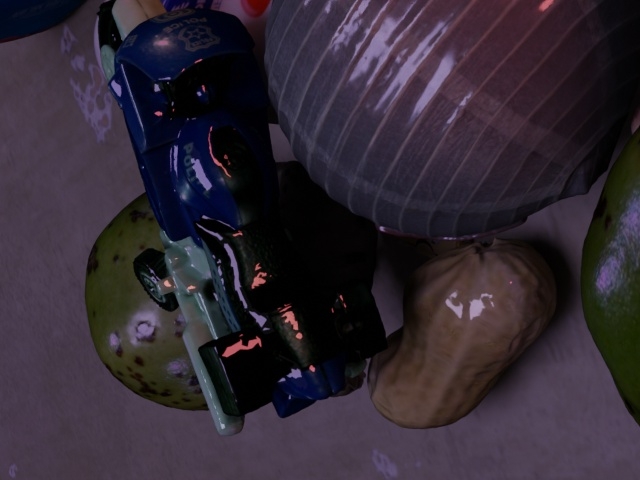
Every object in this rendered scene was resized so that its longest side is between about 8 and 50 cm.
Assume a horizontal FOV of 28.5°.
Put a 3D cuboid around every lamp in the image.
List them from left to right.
[{"bbox_3d":[0.084,-0.114,0.768,0.233,0.233,0.265,53,121,24],"label":"lamp"}]

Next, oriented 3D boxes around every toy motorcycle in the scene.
[{"bbox_3d":[-0.072,-0.033,0.882,0.331,0.125,0.196,66,159,2],"label":"toy motorcycle"}]

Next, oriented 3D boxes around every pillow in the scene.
[{"bbox_3d":[-0.001,0.001,0.993,0.093,0.051,0.241,4,87,13],"label":"pillow"}]

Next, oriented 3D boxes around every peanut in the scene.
[{"bbox_3d":[0.097,0.075,0.941,0.099,0.090,0.214,21,135,-7],"label":"peanut"}]

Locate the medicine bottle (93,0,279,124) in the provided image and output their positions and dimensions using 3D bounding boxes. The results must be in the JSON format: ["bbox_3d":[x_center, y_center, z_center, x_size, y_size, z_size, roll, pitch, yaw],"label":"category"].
[{"bbox_3d":[-0.069,-0.161,1.016,0.341,0.130,0.130,13,115,54],"label":"medicine bottle"}]

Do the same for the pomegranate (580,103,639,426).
[{"bbox_3d":[0.242,0.008,0.620,0.270,0.254,0.254,52,141,42],"label":"pomegranate"}]

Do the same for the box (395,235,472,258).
[{"bbox_3d":[0.087,-0.057,0.960,0.073,0.020,0.149,25,123,44],"label":"box"}]

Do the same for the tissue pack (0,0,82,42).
[{"bbox_3d":[-0.367,-0.262,1.244,0.209,0.270,0.137,-26,83,53],"label":"tissue pack"}]

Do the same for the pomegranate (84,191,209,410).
[{"bbox_3d":[-0.076,0.036,1.088,0.248,0.214,0.214,-14,95,17],"label":"pomegranate"}]
